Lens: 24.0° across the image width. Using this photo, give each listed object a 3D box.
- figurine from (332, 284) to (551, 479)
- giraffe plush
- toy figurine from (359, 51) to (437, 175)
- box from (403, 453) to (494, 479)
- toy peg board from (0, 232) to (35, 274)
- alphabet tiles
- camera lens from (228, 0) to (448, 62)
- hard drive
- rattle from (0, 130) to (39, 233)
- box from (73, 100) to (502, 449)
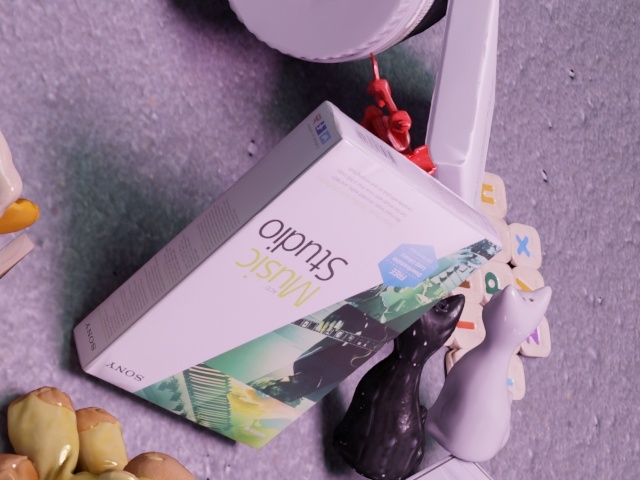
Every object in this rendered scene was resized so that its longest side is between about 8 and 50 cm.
[{"bbox_3d":[0.136,0.133,1.562,0.214,0.092,0.209,-4,124,-39],"label":"figurine"},{"bbox_3d":[-0.173,0.224,1.217,0.181,0.170,0.210,36,54,-39],"label":"giraffe plush"},{"bbox_3d":[0.000,0.000,1.533,0.362,0.217,0.191,81,-15,-66],"label":"toy figurine"},{"bbox_3d":[0.103,0.336,1.520,0.169,0.087,0.290,46,35,21],"label":"box"},{"bbox_3d":[-0.321,0.047,1.117,0.079,0.161,0.160,49,44,-4],"label":"toy peg board"},{"bbox_3d":[0.190,0.051,1.820,0.278,0.021,0.284,9,72,-49],"label":"alphabet tiles"},{"bbox_3d":[0.033,-0.299,1.534,0.219,0.219,0.274,70,21,-8],"label":"camera lens"},{"bbox_3d":[0.153,-0.129,1.605,0.353,0.047,0.233,73,26,-72],"label":"hard drive"},{"bbox_3d":[-0.316,-0.091,1.223,0.199,0.130,0.143,45,31,3],"label":"rattle"},{"bbox_3d":[-0.028,0.044,1.342,0.232,0.322,0.058,31,27,-40],"label":"box"}]
